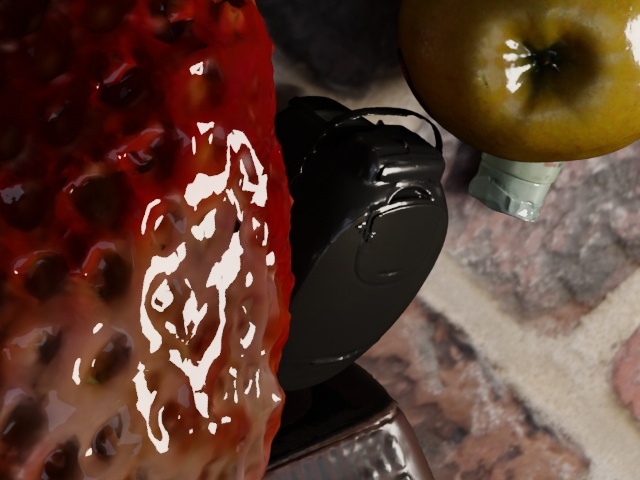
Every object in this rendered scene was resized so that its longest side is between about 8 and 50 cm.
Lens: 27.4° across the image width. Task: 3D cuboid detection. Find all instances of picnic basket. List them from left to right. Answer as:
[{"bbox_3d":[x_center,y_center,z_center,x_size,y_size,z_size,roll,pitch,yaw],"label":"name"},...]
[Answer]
[{"bbox_3d":[-0.060,0.187,0.905,0.297,0.222,0.129,-21,112,-17],"label":"picnic basket"}]

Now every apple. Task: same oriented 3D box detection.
[{"bbox_3d":[0.137,-0.128,0.809,0.183,0.155,0.182,3,110,8],"label":"apple"}]

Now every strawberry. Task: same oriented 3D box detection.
[{"bbox_3d":[-0.098,0.015,0.661,0.265,0.149,0.336,14,93,-38],"label":"strawberry"}]

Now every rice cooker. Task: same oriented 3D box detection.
[{"bbox_3d":[0.001,-0.001,0.847,0.142,0.118,0.203,-2,125,-47],"label":"rice cooker"}]

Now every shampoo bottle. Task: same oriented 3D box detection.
[{"bbox_3d":[0.171,-0.115,0.925,0.072,0.049,0.212,4,119,-31],"label":"shampoo bottle"}]
